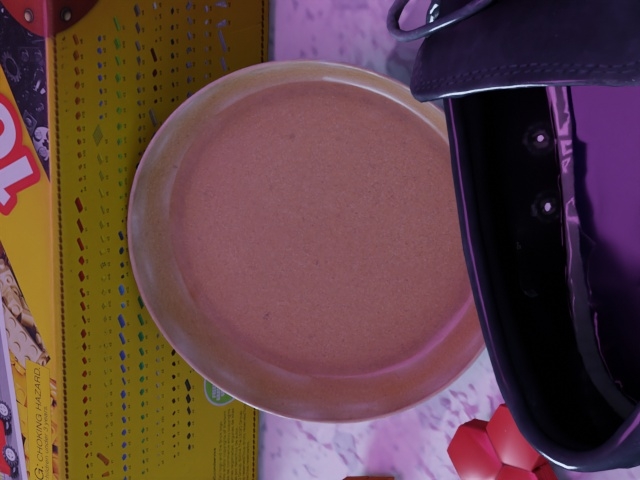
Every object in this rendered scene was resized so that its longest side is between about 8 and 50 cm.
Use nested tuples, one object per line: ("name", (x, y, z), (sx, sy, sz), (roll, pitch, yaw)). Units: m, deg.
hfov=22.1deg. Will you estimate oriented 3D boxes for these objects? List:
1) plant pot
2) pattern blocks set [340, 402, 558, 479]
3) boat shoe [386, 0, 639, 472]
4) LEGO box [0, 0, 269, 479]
("plant pot", (0.000, 0.000, 0.995), (0.236, 0.032, 0.236), (4, 112, 10))
("pattern blocks set", (0.103, 0.268, 1.068), (0.325, 0.026, 0.285), (-41, 76, 45))
("boat shoe", (0.132, -0.117, 0.801), (0.187, 0.156, 0.500), (2, 106, 46))
("LEGO box", (-0.235, -0.016, 1.165), (0.373, 0.193, 0.500), (20, 119, 37))
